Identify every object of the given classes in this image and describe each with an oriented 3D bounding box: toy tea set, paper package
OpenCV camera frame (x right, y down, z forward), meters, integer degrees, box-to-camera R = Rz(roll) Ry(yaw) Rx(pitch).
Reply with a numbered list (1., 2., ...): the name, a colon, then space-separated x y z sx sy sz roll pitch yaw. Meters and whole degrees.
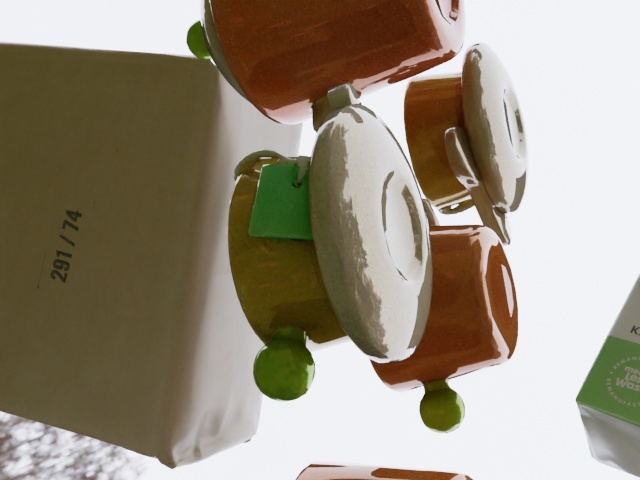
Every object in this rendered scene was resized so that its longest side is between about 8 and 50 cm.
1. toy tea set: 0.000 0.000 0.428 0.124 0.336 0.200 -10 -48 24
2. paper package: -0.197 0.001 0.932 0.309 0.168 0.325 9 -90 25

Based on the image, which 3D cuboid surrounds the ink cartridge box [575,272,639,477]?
1. ink cartridge box: 0.393 0.054 0.907 0.207 0.353 0.119 17 -28 35
